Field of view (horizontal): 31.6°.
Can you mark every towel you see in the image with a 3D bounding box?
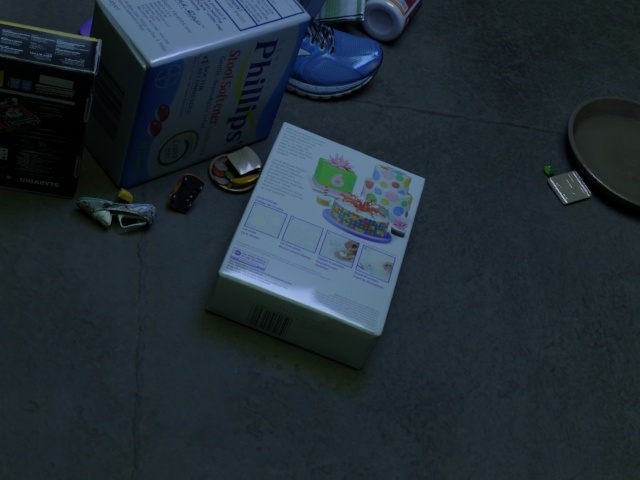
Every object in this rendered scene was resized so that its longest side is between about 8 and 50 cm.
[{"bbox_3d":[0.007,-0.422,2.025,0.152,0.023,0.113,-4,47,11],"label":"towel"}]

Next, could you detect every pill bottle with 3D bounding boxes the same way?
[{"bbox_3d":[0.139,-0.438,2.079,0.086,0.086,0.152,30,47,5],"label":"pill bottle"}]

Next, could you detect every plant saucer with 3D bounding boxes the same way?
[{"bbox_3d":[0.564,-0.149,2.027,0.277,0.041,0.278,11,48,-12],"label":"plant saucer"}]

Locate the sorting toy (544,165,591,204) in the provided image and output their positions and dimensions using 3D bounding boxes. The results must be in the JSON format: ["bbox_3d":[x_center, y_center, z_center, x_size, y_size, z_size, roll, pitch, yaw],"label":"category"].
[{"bbox_3d":[0.422,-0.100,1.952,0.062,0.012,0.083,-17,63,-26],"label":"sorting toy"}]

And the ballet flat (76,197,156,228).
[{"bbox_3d":[-0.292,-0.037,1.619,0.114,0.041,0.041,6,50,-15],"label":"ballet flat"}]

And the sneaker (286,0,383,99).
[{"bbox_3d":[-0.047,-0.334,1.883,0.330,0.147,0.130,6,50,-17],"label":"sneaker"}]

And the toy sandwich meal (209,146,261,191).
[{"bbox_3d":[-0.130,-0.111,1.744,0.085,0.029,0.086,10,49,-12],"label":"toy sandwich meal"}]

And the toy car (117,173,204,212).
[{"bbox_3d":[-0.236,-0.081,1.666,0.122,0.060,0.040,11,17,-20],"label":"toy car"}]

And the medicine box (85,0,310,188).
[{"bbox_3d":[-0.194,-0.250,1.678,0.289,0.263,0.149,-23,64,-33],"label":"medicine box"}]

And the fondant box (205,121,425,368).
[{"bbox_3d":[0.000,0.000,1.658,0.238,0.096,0.330,22,49,-2],"label":"fondant box"}]

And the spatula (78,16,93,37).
[{"bbox_3d":[-0.404,-0.298,1.798,0.084,0.030,0.296,39,50,15],"label":"spatula"}]

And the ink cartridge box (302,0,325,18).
[{"bbox_3d":[-0.093,-0.517,1.888,0.289,0.211,0.122,27,55,-11],"label":"ink cartridge box"}]

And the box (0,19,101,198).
[{"bbox_3d":[-0.474,-0.187,1.528,0.322,0.257,0.079,8,48,-13],"label":"box"}]
